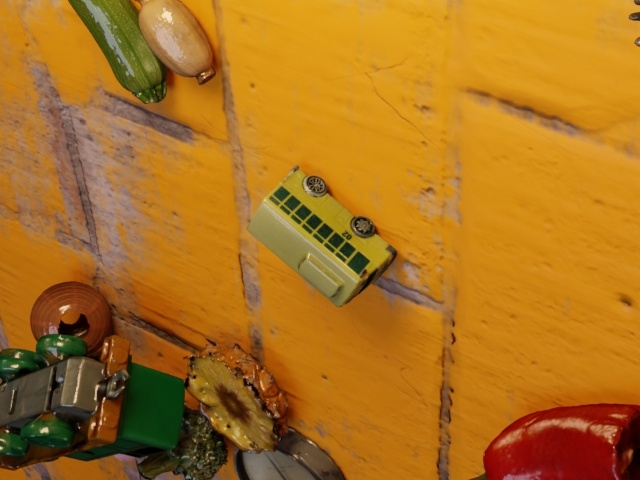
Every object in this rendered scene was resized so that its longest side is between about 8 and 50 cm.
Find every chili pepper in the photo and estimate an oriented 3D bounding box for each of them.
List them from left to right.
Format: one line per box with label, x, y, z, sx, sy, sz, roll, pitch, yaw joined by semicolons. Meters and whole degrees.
chili pepper;0.275;0.283;1.501;0.134;0.131;0.338;36;145;-29

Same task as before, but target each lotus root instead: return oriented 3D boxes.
lotus root;-0.185;-0.260;1.502;0.150;0.062;0.073;53;142;-10

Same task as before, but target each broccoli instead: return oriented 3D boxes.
broccoli;-0.237;0.360;2.030;0.167;0.160;0.154;38;146;41

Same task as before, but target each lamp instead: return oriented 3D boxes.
lamp;-0.420;0.135;2.019;0.136;0.136;0.136;25;138;25

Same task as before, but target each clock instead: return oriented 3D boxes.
clock;-0.046;0.403;1.977;0.226;0.049;0.226;25;138;24

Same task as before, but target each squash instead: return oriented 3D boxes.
squash;-0.265;-0.276;1.559;0.077;0.068;0.219;-17;111;32

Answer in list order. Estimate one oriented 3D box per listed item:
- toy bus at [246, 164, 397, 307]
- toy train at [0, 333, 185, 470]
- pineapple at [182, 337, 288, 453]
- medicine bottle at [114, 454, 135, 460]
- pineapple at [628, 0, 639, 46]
toy bus;0.000;0.000;1.531;0.175;0.101;0.088;41;142;5
toy train;-0.393;0.276;1.954;0.249;0.178;0.429;22;151;-34
pineapple;-0.124;0.241;1.882;0.225;0.076;0.224;28;138;28
medicine bottle;-0.346;0.315;2.156;0.115;0.078;0.219;31;140;15
pineapple;0.403;-0.093;1.042;0.340;0.169;0.169;52;143;7
